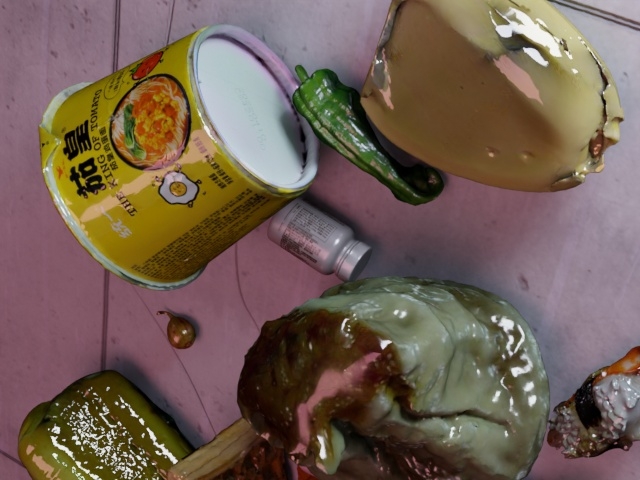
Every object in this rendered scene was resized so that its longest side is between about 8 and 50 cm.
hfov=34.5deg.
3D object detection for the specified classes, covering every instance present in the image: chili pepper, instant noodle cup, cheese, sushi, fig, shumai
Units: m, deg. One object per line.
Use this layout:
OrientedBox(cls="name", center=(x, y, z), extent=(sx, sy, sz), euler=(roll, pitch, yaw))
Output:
OrientedBox(cls="chili pepper", center=(0.053, -0.138, 1.357), extent=(0.257, 0.100, 0.074), euler=(47, 129, -1))
OrientedBox(cls="instant noodle cup", center=(-0.172, -0.123, 1.388), extent=(0.254, 0.325, 0.325), euler=(-26, 99, 32))
OrientedBox(cls="cheese", center=(0.207, -0.180, 1.213), extent=(0.316, 0.128, 0.259), euler=(33, 137, 23))
OrientedBox(cls="sushi", center=(0.370, 0.227, 1.336), extent=(0.097, 0.103, 0.226), euler=(44, 138, 8))
OrientedBox(cls="fig", center=(-0.246, 0.147, 1.745), extent=(0.083, 0.050, 0.050), euler=(46, 132, 23))
OrientedBox(cls="shumai", center=(0.069, 0.194, 1.324), extent=(0.398, 0.323, 0.324), euler=(4, 83, 29))

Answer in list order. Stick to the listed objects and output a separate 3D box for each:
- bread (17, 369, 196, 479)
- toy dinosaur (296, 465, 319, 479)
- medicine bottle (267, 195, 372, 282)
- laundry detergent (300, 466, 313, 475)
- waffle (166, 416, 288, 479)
OrientedBox(cls="bread", center=(-0.363, 0.418, 1.851), extent=(0.376, 0.251, 0.208), euler=(48, 147, 0))
OrientedBox(cls="toy dinosaur", center=(-0.010, 0.417, 1.727), extent=(0.212, 0.057, 0.142), euler=(-18, 99, 41))
OrientedBox(cls="medicine bottle", center=(0.000, 0.000, 1.474), extent=(0.140, 0.079, 0.079), euler=(32, 129, 15))
OrientedBox(cls="laundry detergent", center=(0.140, 0.355, 1.535), extent=(0.335, 0.159, 0.087), euler=(14, 92, 22))
OrientedBox(cls="waffle", center=(-0.144, 0.469, 1.737), extent=(0.091, 0.213, 0.307), euler=(13, 120, 38))
